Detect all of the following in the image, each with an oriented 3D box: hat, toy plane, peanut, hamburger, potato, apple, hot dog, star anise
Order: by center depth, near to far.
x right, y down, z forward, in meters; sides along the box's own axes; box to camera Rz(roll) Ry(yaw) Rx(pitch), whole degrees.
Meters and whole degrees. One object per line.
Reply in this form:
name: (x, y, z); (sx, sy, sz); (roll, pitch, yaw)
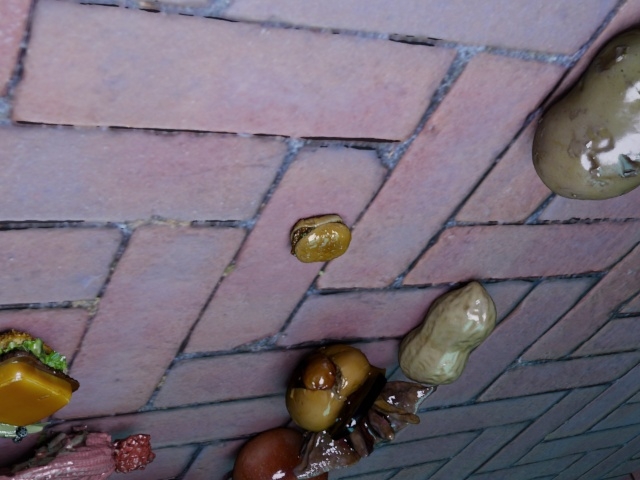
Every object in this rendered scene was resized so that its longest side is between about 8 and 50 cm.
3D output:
potato: (0.384, -0.152, 1.093); (0.165, 0.165, 0.262); (10, 129, -41)
hamburger: (-0.405, 0.182, 1.182); (0.137, 0.087, 0.166); (-25, 150, 3)
hamburger: (0.000, 0.000, 1.198); (0.083, 0.044, 0.076); (-12, 148, -20)
toy plane: (-0.477, 0.290, 1.348); (0.111, 0.040, 0.102); (0, 153, -35)
hat: (-0.415, 0.361, 1.432); (0.287, 0.107, 0.237); (-8, 174, -20)
hot dog: (-0.007, 0.255, 1.477); (0.194, 0.107, 0.326); (-51, -176, -30)
peanut: (0.224, 0.172, 1.523); (0.124, 0.123, 0.256); (-2, 146, -29)
star anise: (0.076, 0.318, 1.582); (0.292, 0.109, 0.349); (-40, -178, 8)
apple: (-0.087, 0.461, 1.743); (0.201, 0.162, 0.201); (-17, 138, -16)

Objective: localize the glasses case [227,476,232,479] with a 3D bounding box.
glasses case: (-0.120, 0.528, 1.918); (0.197, 0.049, 0.076); (2, 141, -34)
